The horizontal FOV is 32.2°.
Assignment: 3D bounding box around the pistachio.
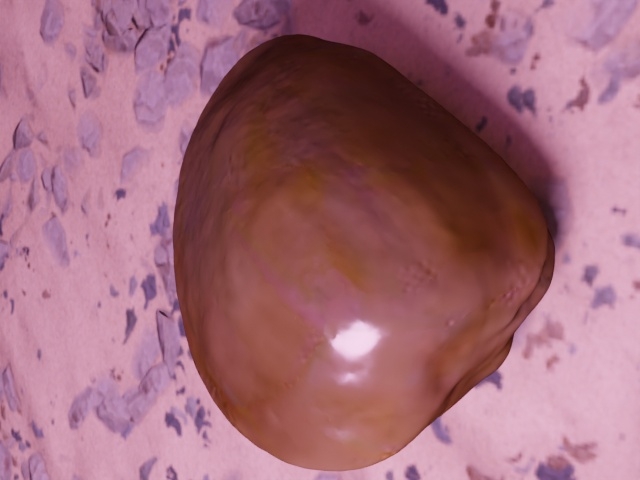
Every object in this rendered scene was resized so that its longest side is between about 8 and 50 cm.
[{"bbox_3d":[0.000,0.000,0.649,0.212,0.163,0.260,-38,55,-1],"label":"pistachio"}]
